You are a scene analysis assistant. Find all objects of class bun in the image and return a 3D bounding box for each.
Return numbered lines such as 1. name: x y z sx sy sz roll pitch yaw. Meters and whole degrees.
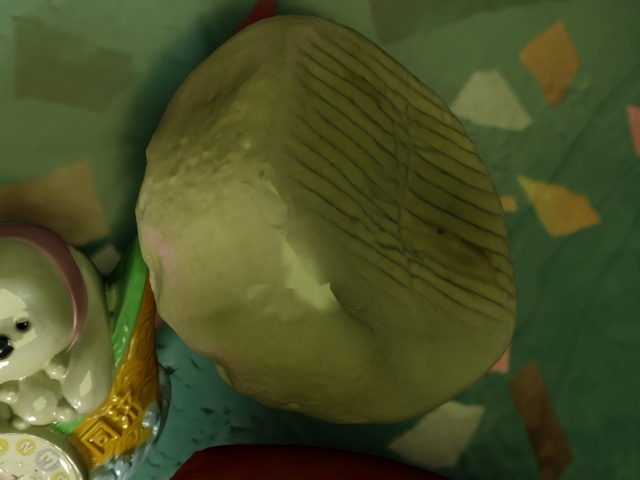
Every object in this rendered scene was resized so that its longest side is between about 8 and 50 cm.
1. bun: 0.000 0.000 0.861 0.128 0.178 0.193 -27 137 37

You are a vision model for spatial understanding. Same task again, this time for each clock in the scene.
1. clock: -0.165 0.079 0.871 0.231 0.103 0.144 -43 113 3

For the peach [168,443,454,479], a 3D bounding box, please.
1. peach: 0.045 0.240 0.838 0.306 0.380 0.242 27 98 13
